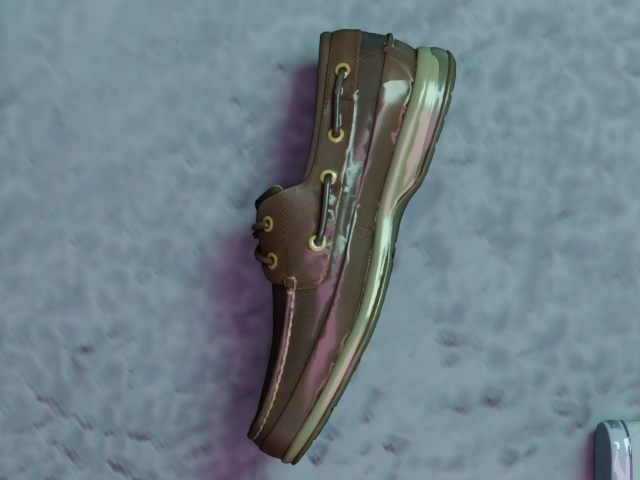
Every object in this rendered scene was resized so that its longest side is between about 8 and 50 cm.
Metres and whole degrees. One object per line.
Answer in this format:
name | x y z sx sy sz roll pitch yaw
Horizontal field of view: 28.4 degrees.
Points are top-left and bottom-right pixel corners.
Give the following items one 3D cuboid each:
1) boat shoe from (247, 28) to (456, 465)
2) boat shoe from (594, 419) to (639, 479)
boat shoe | 0.000 0.000 0.510 0.060 0.064 0.178 19 86 -4
boat shoe | 0.140 0.128 0.553 0.035 0.035 0.100 -1 89 -5
